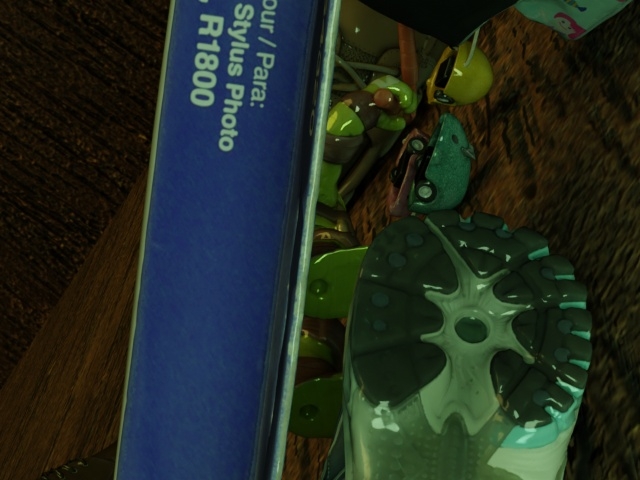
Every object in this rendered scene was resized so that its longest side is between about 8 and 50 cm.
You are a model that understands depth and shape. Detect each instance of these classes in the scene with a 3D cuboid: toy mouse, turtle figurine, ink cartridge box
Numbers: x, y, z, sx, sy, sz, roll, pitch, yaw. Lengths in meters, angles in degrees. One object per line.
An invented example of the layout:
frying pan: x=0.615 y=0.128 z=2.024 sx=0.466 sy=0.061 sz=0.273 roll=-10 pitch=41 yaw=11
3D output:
toy mouse: x=0.068 y=-0.045 z=1.110 sx=0.161 sy=0.031 sz=0.143 roll=136 pitch=152 yaw=-73
turtle figurine: x=0.000 y=0.000 z=1.045 sx=0.217 sy=0.087 sz=0.270 roll=-102 pitch=30 yaw=-68
ink cartridge box: x=-0.043 y=0.008 z=0.782 sx=0.330 sy=0.071 sz=0.324 roll=-94 pitch=11 yaw=-84

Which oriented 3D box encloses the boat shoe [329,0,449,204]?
boat shoe: x=0.021 y=-0.112 z=1.340 sx=0.110 sy=0.121 sz=0.341 roll=-81 pitch=14 yaw=-54

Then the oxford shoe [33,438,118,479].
oxford shoe: x=-0.169 y=0.187 z=1.408 sx=0.227 sy=0.096 sz=0.083 roll=-62 pitch=8 yaw=-26

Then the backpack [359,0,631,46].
backpack: x=0.122 y=-0.240 z=0.966 sx=0.225 sy=0.191 sz=0.254 roll=146 pitch=142 yaw=-67

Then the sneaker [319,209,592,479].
sneaker: x=0.036 y=0.130 z=0.641 sx=0.122 sy=0.110 sz=0.283 roll=98 pitch=-171 yaw=-50
